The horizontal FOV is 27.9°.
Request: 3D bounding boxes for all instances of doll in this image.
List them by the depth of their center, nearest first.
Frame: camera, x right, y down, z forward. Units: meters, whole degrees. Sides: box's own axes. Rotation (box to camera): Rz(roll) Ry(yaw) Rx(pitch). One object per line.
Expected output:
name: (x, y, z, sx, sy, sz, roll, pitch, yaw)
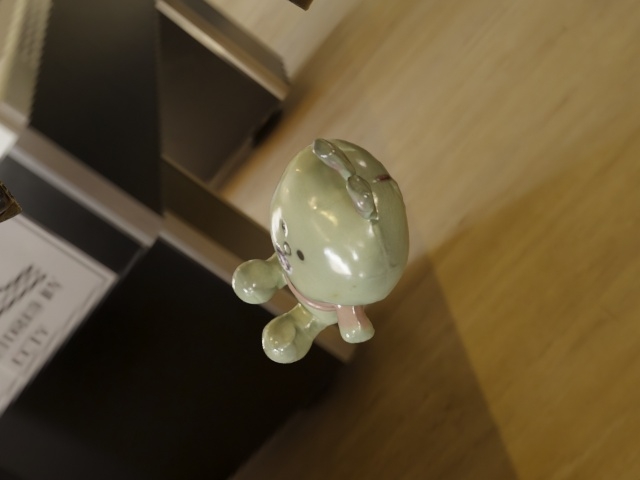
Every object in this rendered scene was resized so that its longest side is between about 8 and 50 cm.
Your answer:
doll: (0.010, -0.002, 1.077, 0.113, 0.155, 0.275, -19, -21, -26)

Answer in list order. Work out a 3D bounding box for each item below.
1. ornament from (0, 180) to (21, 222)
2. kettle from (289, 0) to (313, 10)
ornament: (-0.405, -0.030, 1.019, 0.260, 0.251, 0.106, -43, 0, -3)
kettle: (-0.021, -0.318, 0.965, 0.144, 0.202, 0.232, 39, 101, 35)
